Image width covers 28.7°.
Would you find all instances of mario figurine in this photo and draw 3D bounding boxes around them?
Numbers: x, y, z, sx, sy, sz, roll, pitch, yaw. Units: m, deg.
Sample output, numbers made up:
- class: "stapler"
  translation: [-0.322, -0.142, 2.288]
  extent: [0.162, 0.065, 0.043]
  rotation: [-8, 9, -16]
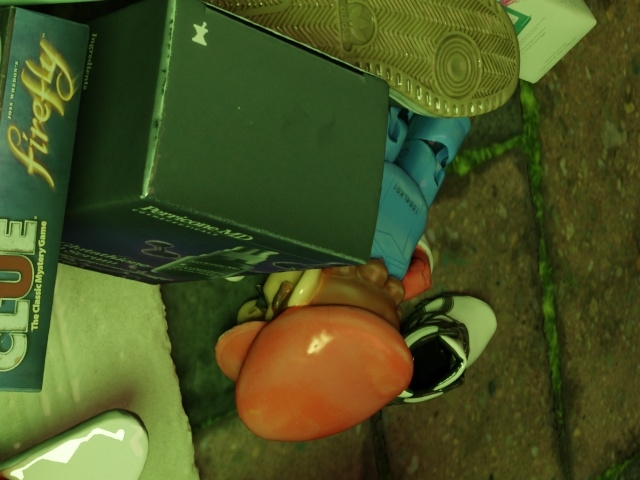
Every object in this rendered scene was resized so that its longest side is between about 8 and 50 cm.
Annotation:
- class: "mario figurine"
  translation: [0.000, 0.000, 0.940]
  extent: [0.198, 0.170, 0.321]
  rotation: [25, 62, -6]

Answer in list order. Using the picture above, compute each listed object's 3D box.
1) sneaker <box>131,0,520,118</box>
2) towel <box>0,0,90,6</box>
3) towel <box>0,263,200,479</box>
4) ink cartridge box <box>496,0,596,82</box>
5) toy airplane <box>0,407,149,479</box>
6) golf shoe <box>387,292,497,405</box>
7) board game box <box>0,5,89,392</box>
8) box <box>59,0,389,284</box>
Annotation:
- class: "sneaker"
  translation: [-0.005, -0.131, 0.860]
  extent: [0.282, 0.153, 0.099]
  rotation: [-1, 90, -37]
- class: "towel"
  translation: [-0.050, -0.191, 0.671]
  extent: [0.320, 0.374, 0.090]
  rotation: [-23, 112, -42]
- class: "towel"
  translation: [-0.175, 0.084, 0.802]
  extent: [0.187, 0.049, 0.282]
  rotation: [-21, 107, -42]
- class: "ink cartridge box"
  translation: [0.096, -0.218, 0.967]
  extent: [0.231, 0.078, 0.134]
  rotation: [11, 46, -43]
- class: "toy airplane"
  translation: [-0.108, 0.293, 0.673]
  extent: [0.384, 0.272, 0.386]
  rotation: [18, 108, -25]
- class: "golf shoe"
  translation: [0.098, 0.096, 1.034]
  extent: [0.198, 0.093, 0.077]
  rotation: [-20, 107, -42]
- class: "board game box"
  translation: [-0.208, -0.025, 0.622]
  extent: [0.042, 0.243, 0.165]
  rotation: [8, 88, -43]
- class: "box"
  translation: [-0.088, -0.046, 0.700]
  extent: [0.153, 0.207, 0.108]
  rotation: [17, 75, -39]
